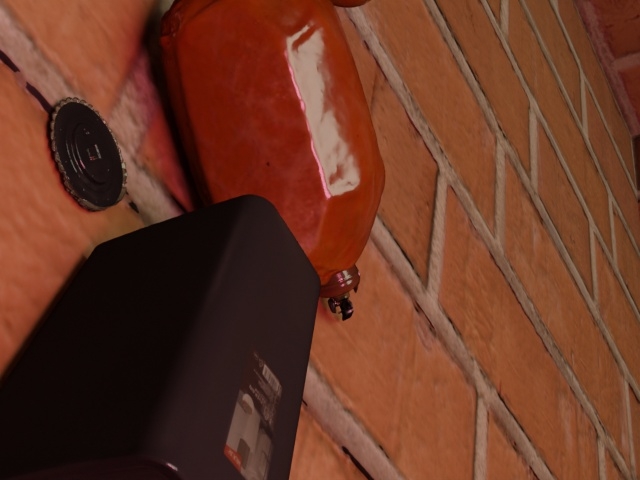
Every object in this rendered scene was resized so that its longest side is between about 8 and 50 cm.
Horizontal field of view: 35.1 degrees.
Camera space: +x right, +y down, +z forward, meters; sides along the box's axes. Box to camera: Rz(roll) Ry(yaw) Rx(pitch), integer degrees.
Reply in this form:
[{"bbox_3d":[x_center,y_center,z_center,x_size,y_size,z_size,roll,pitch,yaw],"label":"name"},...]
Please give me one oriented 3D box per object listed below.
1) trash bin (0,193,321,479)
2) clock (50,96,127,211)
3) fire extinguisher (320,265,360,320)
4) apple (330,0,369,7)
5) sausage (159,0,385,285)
[{"bbox_3d":[-0.097,0.090,0.599,0.115,0.165,0.225,58,28,-28],"label":"trash bin"},{"bbox_3d":[-0.164,-0.062,0.716,0.074,0.010,0.083,-34,107,-62],"label":"clock"},{"bbox_3d":[0.000,0.000,0.966,0.062,0.050,0.177,-158,-133,-74],"label":"fire extinguisher"},{"bbox_3d":[0.037,-0.356,1.071,0.196,0.196,0.196,40,43,-49],"label":"apple"},{"bbox_3d":[-0.036,-0.093,0.822,0.141,0.153,0.268,-30,104,-69],"label":"sausage"}]
